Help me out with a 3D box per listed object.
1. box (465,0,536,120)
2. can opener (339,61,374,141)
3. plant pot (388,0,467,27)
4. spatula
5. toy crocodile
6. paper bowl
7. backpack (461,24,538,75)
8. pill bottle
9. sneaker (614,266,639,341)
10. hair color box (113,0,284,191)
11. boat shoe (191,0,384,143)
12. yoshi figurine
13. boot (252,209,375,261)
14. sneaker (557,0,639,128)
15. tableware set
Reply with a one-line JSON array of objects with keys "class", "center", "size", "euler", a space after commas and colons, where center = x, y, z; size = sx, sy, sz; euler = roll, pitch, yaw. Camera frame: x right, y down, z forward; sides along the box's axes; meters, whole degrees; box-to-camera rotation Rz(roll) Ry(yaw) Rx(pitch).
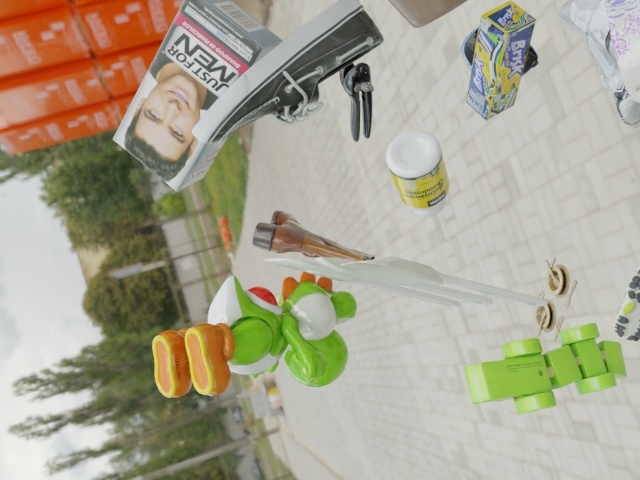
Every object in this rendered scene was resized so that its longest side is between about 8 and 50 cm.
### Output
[{"class": "box", "center": [0.260, -0.260, 1.108], "size": [0.054, 0.059, 0.168], "euler": [50, 159, 28]}, {"class": "can opener", "center": [0.080, -0.273, 1.495], "size": [0.073, 0.059, 0.186], "euler": [-110, 4, -46]}, {"class": "plant pot", "center": [0.199, -0.554, 1.485], "size": [0.229, 0.263, 0.263], "euler": [58, 174, -13]}, {"class": "spatula", "center": [0.089, 0.044, 0.717], "size": [0.168, 0.242, 0.019], "euler": [-8, 70, 54]}, {"class": "toy crocodile", "center": [0.381, 0.216, 1.263], "size": [0.105, 0.341, 0.115], "euler": [-42, 60, 59]}, {"class": "paper bowl", "center": [0.509, -0.351, 1.091], "size": [0.284, 0.148, 0.284], "euler": [-9, -90, -76]}, {"class": "backpack", "center": [0.302, -0.321, 1.309], "size": [0.114, 0.105, 0.084], "euler": [47, -166, -6]}, {"class": "pill bottle", "center": [0.191, -0.120, 1.449], "size": [0.184, 0.103, 0.103], "euler": [59, -172, -57]}, {"class": "sneaker", "center": [0.759, 0.113, 1.772], "size": [0.110, 0.107, 0.275], "euler": [-60, -12, -45]}, {"class": "hair color box", "center": [-0.257, -0.306, 1.566], "size": [0.185, 0.374, 0.113], "euler": [39, -151, 4]}, {"class": "boat shoe", "center": [-0.041, -0.222, 1.086], "size": [0.105, 0.306, 0.113], "euler": [51, 167, -8]}, {"class": "yoshi figurine", "center": [-0.071, 0.181, 1.212], "size": [0.203, 0.362, 0.203], "euler": [45, 128, 29]}, {"class": "boot", "center": [0.000, 0.000, 1.877], "size": [0.264, 0.281, 0.096], "euler": [-7, -70, -80]}, {"class": "sneaker", "center": [0.578, -0.376, 1.456], "size": [0.210, 0.137, 0.366], "euler": [61, -171, 32]}, {"class": "tableware set", "center": [0.584, 0.148, 1.944], "size": [0.128, 0.039, 0.194], "euler": [-113, 29, -58]}]
